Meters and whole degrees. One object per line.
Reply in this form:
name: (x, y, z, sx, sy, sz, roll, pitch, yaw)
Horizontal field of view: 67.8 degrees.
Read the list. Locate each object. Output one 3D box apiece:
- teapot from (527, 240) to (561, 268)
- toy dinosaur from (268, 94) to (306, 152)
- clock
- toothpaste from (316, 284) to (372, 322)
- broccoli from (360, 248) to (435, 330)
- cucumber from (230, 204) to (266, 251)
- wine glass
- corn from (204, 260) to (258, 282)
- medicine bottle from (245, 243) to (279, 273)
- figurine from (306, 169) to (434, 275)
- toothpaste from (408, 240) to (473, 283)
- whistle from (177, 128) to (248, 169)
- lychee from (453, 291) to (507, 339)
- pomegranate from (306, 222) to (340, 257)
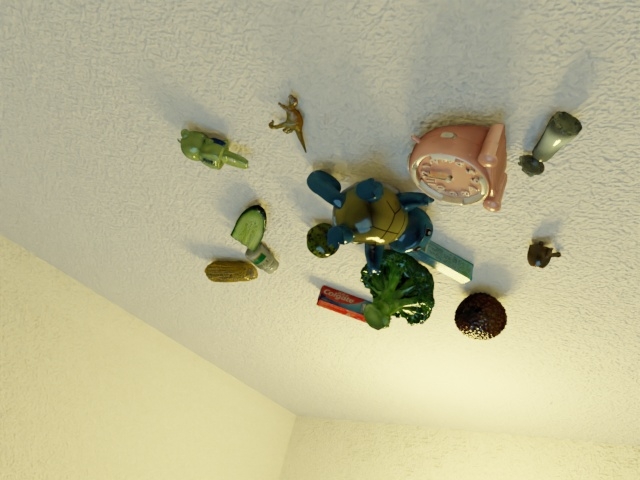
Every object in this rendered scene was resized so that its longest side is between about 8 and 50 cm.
teapot: (0.681, 0.047, 1.431, 0.110, 0.080, 0.085, 14, 179, -18)
toy dinosaur: (-0.060, -0.311, 1.277, 0.162, 0.039, 0.126, 34, 142, -27)
clock: (0.336, -0.195, 1.190, 0.241, 0.142, 0.227, 10, 151, 29)
toothpaste: (0.144, 0.286, 2.033, 0.320, 0.076, 0.066, 20, 147, -5)
broccoli: (0.252, 0.173, 1.643, 0.297, 0.297, 0.298, 19, 123, 33)
cucumber: (-0.241, -0.058, 1.713, 0.115, 0.063, 0.244, 30, 146, -8)
wine glass: (0.529, -0.221, 1.108, 0.072, 0.072, 0.155, 17, 148, 0)
corn: (-0.387, 0.135, 2.037, 0.261, 0.097, 0.097, 0, 143, 24)
medicine bottle: (-0.228, 0.072, 1.884, 0.080, 0.080, 0.130, -12, 137, 37)
figurine: (0.143, -0.063, 1.373, 0.416, 0.243, 0.298, 26, 105, -11)
toothpaste: (0.392, 0.059, 1.590, 0.266, 0.065, 0.050, 28, 146, -16)
whistle: (-0.321, -0.266, 1.422, 0.227, 0.085, 0.105, 19, 148, 0)
lychee: (0.585, 0.280, 1.734, 0.188, 0.188, 0.188, 12, 147, 8)
pomegranate: (0.000, 0.000, 1.650, 0.122, 0.122, 0.161, 34, 167, -24)
